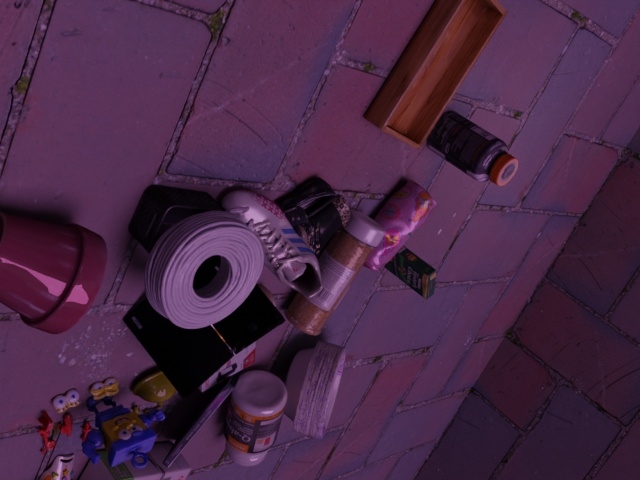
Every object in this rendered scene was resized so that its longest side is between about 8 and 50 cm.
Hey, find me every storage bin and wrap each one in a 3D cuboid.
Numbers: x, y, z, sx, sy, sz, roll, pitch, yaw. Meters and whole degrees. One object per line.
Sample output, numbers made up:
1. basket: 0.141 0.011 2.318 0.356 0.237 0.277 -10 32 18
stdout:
1. storage bin: -0.295 -0.037 1.554 0.180 0.084 0.122 6 119 -51

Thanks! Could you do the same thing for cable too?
1. cable: -0.237 0.063 1.535 0.257 0.089 0.257 -8 121 -42

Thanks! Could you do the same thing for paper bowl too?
1. paper bowl: -0.026 0.442 2.235 0.284 0.148 0.284 15 90 -81

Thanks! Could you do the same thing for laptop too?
1. laptop: -0.262 0.180 1.691 0.264 0.234 0.136 -31 167 -44

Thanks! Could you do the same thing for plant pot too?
1. plant pot: -0.509 0.044 1.301 0.180 0.201 0.201 31 98 -41

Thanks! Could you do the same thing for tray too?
1. tray: 0.289 -0.442 1.849 0.203 0.076 0.411 15 110 -54

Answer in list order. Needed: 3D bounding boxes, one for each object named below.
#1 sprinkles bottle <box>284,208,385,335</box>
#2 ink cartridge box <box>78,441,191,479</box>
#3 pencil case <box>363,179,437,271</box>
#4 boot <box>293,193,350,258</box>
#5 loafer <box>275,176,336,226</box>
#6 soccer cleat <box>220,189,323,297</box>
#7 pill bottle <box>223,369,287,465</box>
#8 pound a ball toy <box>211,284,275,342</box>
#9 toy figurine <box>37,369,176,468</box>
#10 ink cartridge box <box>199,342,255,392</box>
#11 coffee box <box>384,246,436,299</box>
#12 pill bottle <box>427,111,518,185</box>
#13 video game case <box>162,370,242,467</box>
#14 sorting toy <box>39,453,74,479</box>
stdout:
1. sprinkles bottle: 0.037 0.089 2.041 0.121 0.121 0.355 14 112 -54
2. ink cartridge box: -0.509 0.658 1.971 0.273 0.115 0.198 12 113 -54
3. pencil case: 0.208 -0.038 2.124 0.284 0.124 0.124 -51 147 2
4. boot: 0.001 0.000 1.945 0.178 0.085 0.236 -37 147 -24
5. loafer: -0.061 -0.070 1.801 0.223 0.078 0.076 -37 145 -15
6. soccer cleat: -0.098 0.010 1.705 0.116 0.143 0.331 -39 128 8
7. pill bottle: -0.196 0.524 2.162 0.162 0.162 0.278 -20 139 -38
8. pound a ball toy: -0.245 0.207 1.812 0.319 0.136 0.208 -40 146 -14
9. toy figurine: -0.451 0.460 1.747 0.362 0.217 0.191 -11 131 -43
10. ink cartridge box: -0.261 0.302 1.945 0.175 0.072 0.127 -27 142 -32
11. coffee box: 0.273 0.086 2.259 0.040 0.184 0.113 -32 144 -26
12. pill bottle: 0.426 -0.247 2.046 0.130 0.245 0.130 -30 143 -27
13. video game case: -0.316 0.473 2.003 0.274 0.026 0.196 -50 -178 2
14. sorting toy: -0.631 0.559 1.806 0.083 0.045 0.075 14 93 -55
